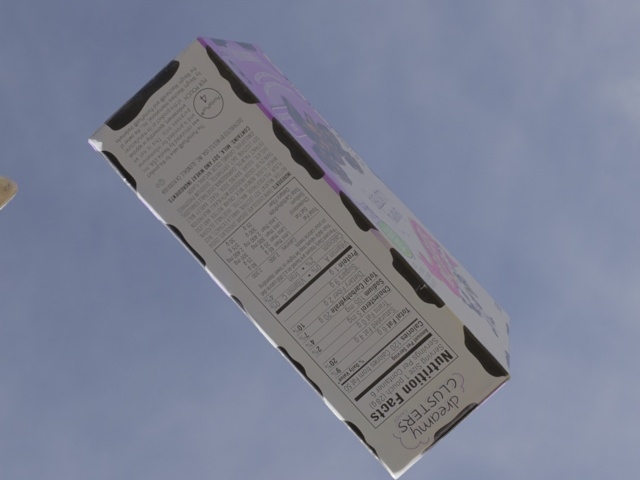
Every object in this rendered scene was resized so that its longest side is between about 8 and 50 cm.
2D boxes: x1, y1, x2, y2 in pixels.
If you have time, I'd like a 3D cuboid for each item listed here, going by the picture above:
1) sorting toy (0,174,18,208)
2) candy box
[{"bbox_3d":[-0.271,-0.047,1.079,0.045,0.075,0.083,-60,-30,-1],"label":"sorting toy"},{"bbox_3d":[0.000,0.000,0.716,0.070,0.196,0.165,-43,0,9],"label":"candy box"}]
